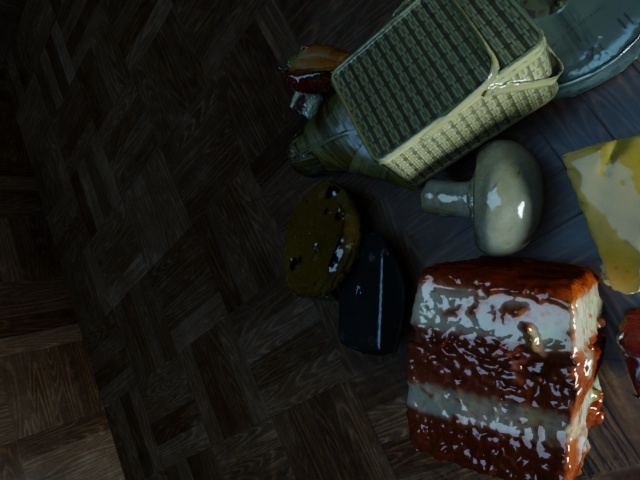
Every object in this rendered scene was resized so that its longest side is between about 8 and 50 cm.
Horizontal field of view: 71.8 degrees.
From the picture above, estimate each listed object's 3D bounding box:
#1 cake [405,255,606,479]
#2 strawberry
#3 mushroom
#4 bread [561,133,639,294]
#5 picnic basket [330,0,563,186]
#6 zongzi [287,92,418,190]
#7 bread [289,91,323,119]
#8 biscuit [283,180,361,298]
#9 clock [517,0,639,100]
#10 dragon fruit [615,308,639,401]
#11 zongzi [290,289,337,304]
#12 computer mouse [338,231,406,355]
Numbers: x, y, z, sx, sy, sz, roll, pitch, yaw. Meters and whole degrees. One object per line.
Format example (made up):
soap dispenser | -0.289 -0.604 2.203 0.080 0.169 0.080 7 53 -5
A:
cake | 0.315 0.196 0.749 0.270 0.269 0.319 3 96 38
strawberry | -0.008 -0.411 1.079 0.192 0.085 0.140 -13 53 5
mushroom | 0.297 -0.085 0.787 0.209 0.206 0.206 27 111 6
bread | 0.505 -0.053 0.649 0.211 0.184 0.224 -17 84 32
picnic basket | 0.202 -0.277 0.748 0.313 0.175 0.228 -33 63 24
zongzi | 0.068 -0.176 1.012 0.286 0.134 0.288 -37 72 39
bread | -0.036 -0.358 1.140 0.083 0.035 0.070 44 116 31
biscuit | 0.001 0.001 1.061 0.296 0.075 0.296 -35 45 46
clock | 0.412 -0.407 0.770 0.313 0.061 0.312 2 93 38
dragon fruit | 0.549 0.167 0.663 0.161 0.127 0.120 -20 88 38
zongzi | -0.021 0.139 1.144 0.109 0.055 0.119 -41 69 31
computer mouse | 0.121 0.119 0.994 0.170 0.100 0.269 -5 81 59
